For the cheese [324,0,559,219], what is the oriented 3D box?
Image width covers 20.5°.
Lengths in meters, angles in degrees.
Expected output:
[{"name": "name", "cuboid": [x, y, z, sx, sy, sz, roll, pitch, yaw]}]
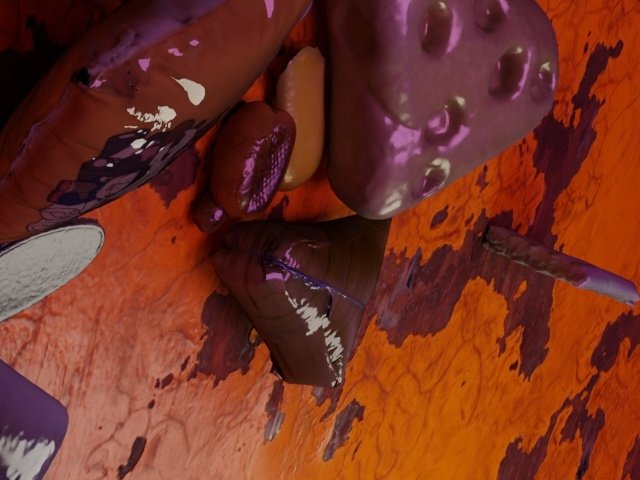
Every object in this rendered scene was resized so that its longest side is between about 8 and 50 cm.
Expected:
[{"name": "cheese", "cuboid": [0.141, -0.229, 1.890, 0.328, 0.129, 0.351, -27, 129, -37]}]

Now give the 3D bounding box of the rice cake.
[{"name": "rice cake", "cuboid": [0.320, 0.034, 2.352, 0.198, 0.189, 0.037, 20, 94, -52]}]

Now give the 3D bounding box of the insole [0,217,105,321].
[{"name": "insole", "cuboid": [-0.296, 0.048, 1.485, 0.309, 0.012, 0.110, -23, 149, -50]}]

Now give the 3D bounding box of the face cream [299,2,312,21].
[{"name": "face cream", "cuboid": [-0.050, -0.242, 1.641, 0.091, 0.091, 0.095, -63, 157, -7]}]

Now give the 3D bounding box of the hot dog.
[{"name": "hot dog", "cuboid": [-0.076, -0.070, 1.754, 0.090, 0.060, 0.140, 15, 90, -56]}]

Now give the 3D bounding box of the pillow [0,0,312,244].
[{"name": "pillow", "cuboid": [-0.146, -0.122, 1.444, 0.312, 0.119, 0.310, -40, 178, -41]}]

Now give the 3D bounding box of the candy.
[{"name": "candy", "cuboid": [-0.294, 0.177, 1.546, 0.138, 0.071, 0.174, -59, 149, -13]}]

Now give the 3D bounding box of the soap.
[{"name": "soap", "cuboid": [-0.022, -0.129, 1.820, 0.089, 0.033, 0.168, -33, 136, -50]}]

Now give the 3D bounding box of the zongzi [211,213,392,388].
[{"name": "zongzi", "cuboid": [0.000, 0.000, 1.874, 0.256, 0.115, 0.228, -60, 146, -24]}]
